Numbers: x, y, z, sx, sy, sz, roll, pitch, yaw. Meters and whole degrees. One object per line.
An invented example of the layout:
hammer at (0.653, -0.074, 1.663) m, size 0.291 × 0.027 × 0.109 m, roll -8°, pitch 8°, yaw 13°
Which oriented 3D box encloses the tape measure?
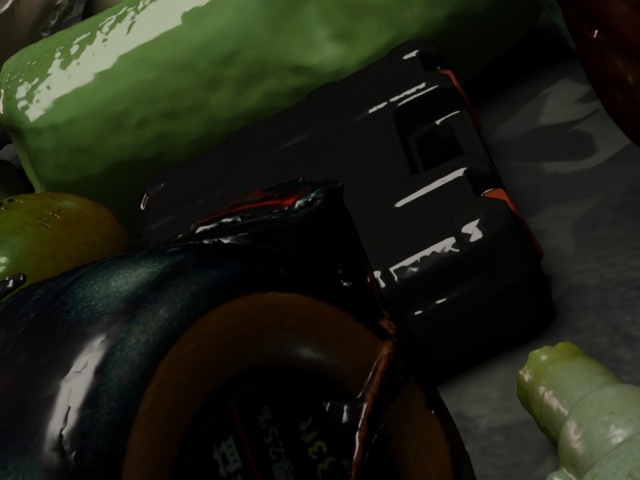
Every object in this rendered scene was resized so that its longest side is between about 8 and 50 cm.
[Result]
tape measure at (-0.043, 0.098, 0.649) m, size 0.135 × 0.202 × 0.223 m, roll -11°, pitch 15°, yaw 41°

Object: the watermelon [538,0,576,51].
watermelon at (0.195, -0.222, 1.052) m, size 0.302 × 0.151 × 0.264 m, roll 8°, pitch 36°, yaw 1°

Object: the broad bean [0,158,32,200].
broad bean at (-0.239, -0.021, 1.327) m, size 0.063 × 0.045 × 0.083 m, roll -17°, pitch 31°, yaw 45°

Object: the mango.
mango at (-0.179, 0.053, 1.002) m, size 0.111 × 0.125 × 0.233 m, roll 17°, pitch 37°, yaw 24°

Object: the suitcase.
suitcase at (0.000, 0.000, 0.971) m, size 0.206 × 0.066 × 0.285 m, roll -27°, pitch 23°, yaw 7°

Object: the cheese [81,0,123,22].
cheese at (0.015, -0.203, 1.295) m, size 0.351 × 0.130 × 0.328 m, roll -43°, pitch 30°, yaw -19°

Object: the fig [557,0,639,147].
fig at (0.203, -0.136, 0.821) m, size 0.224 × 0.224 × 0.263 m, roll -26°, pitch 30°, yaw 8°

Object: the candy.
candy at (-0.032, -0.116, 1.138) m, size 0.343 × 0.132 × 0.142 m, roll -28°, pitch 58°, yaw 9°

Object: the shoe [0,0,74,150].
shoe at (-0.281, -0.115, 1.357) m, size 0.198 × 0.351 × 0.172 m, roll 3°, pitch 61°, yaw -11°

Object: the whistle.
whistle at (0.119, 0.081, 0.676) m, size 0.104 × 0.057 × 0.198 m, roll -30°, pitch 24°, yaw -3°
